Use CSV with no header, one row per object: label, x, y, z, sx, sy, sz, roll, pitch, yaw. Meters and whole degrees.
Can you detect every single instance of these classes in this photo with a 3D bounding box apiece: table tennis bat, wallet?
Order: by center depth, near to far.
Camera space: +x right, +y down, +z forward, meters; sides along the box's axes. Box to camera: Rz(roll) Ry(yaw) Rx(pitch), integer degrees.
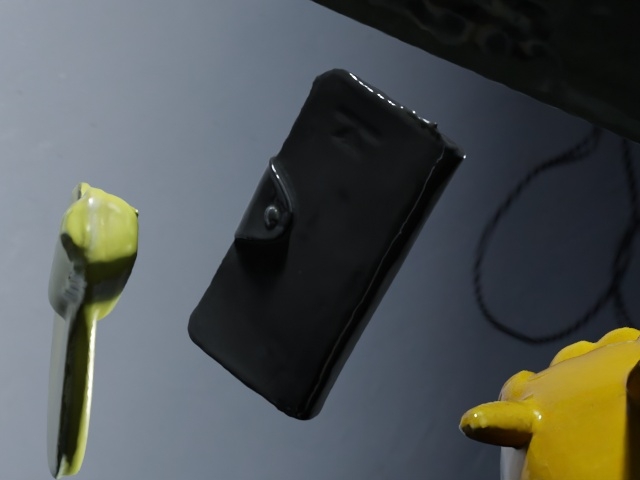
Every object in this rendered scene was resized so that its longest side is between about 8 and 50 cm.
table tennis bat,-0.175,0.047,1.243,0.054,0.368,0.224,4,70,-11
wallet,0.000,0.000,1.873,0.377,0.197,0.051,-60,159,19

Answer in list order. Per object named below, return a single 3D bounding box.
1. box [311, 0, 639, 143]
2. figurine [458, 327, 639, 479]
box,0.159,-0.206,0.868,0.396,0.396,0.111,23,130,-6
figurine,0.260,0.267,1.281,0.268,0.401,0.387,-18,90,-18
